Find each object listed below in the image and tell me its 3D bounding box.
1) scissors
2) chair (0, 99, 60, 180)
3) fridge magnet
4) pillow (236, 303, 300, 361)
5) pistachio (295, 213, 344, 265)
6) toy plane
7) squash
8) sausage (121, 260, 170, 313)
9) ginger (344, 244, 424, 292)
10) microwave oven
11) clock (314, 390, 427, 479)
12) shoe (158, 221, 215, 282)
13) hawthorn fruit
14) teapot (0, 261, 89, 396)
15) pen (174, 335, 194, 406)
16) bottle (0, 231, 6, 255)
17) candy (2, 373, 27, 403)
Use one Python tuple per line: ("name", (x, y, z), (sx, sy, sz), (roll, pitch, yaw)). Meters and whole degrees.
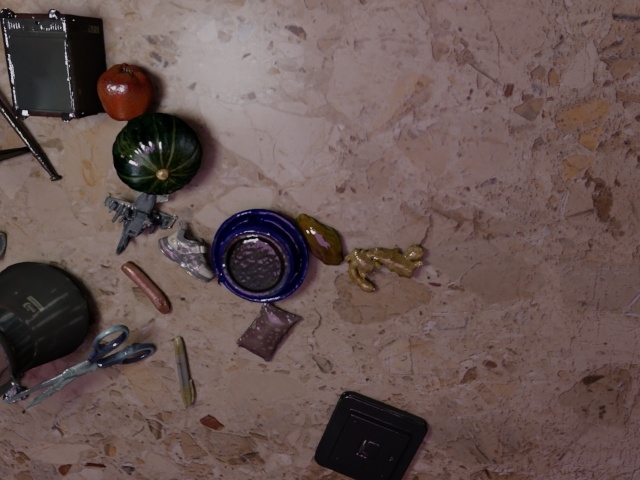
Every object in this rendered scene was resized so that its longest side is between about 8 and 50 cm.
("scissors", (-0.670, 0.359, 1.525), (0.384, 0.256, 0.029), (-27, 64, -9))
("chair", (-0.956, -0.278, 1.342), (0.362, 0.364, 0.409), (-13, 101, 12))
("fridge magnet", (-0.162, 0.046, 1.460), (0.266, 0.112, 0.265), (2, 110, 7))
("pillow", (-0.151, 0.260, 1.568), (0.118, 0.043, 0.185), (31, 110, -6))
("pistachio", (0.000, 0.000, 1.458), (0.089, 0.049, 0.173), (-40, 100, 17))
("toy plane", (-0.504, -0.040, 1.493), (0.192, 0.088, 0.262), (19, 117, -28))
("squash", (-0.404, -0.213, 1.367), (0.218, 0.218, 0.172), (-40, 62, 17))
("sausage", (-0.493, 0.135, 1.573), (0.043, 0.043, 0.186), (-36, 100, 17))
("ginger", (0.159, 0.064, 1.457), (0.176, 0.052, 0.193), (30, 111, -9))
("microwave oven", (-0.642, -0.421, 1.335), (0.188, 0.178, 0.247), (4, 108, 3))
("clock", (0.146, 0.605, 1.642), (0.274, 0.049, 0.278), (21, 110, 0))
("shoe", (-0.347, 0.031, 1.501), (0.180, 0.089, 0.092), (41, 97, -9))
("hawthorn fruit", (-0.478, -0.360, 1.364), (0.133, 0.132, 0.137), (17, 125, 2))
("teapot", (-0.856, 0.221, 1.478), (0.376, 0.361, 0.305), (31, 110, -2))
("pen", (-0.407, 0.393, 1.653), (0.040, 0.032, 0.233), (-8, 108, -14))
("bottle", (-1.073, -0.027, 1.566), (0.330, 0.093, 0.093), (17, 110, 2))
("candy", (-0.964, 0.412, 1.721), (0.094, 0.051, 0.226), (11, 110, 7))
